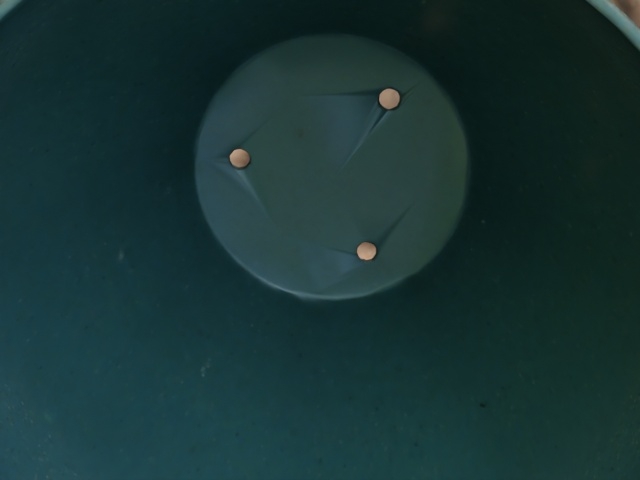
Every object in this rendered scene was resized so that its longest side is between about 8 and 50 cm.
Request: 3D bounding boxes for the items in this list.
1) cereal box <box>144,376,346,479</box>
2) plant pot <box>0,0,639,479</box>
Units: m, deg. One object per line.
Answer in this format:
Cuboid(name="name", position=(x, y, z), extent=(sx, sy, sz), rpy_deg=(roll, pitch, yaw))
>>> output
Cuboid(name="cereal box", position=(0.030, 0.148, 0.523), extent=(0.240, 0.047, 0.173), rpy_deg=(41, 44, 22))
Cuboid(name="plant pot", position=(0.000, 0.000, 0.454), extent=(0.290, 0.290, 0.195), rpy_deg=(49, 16, -14))
